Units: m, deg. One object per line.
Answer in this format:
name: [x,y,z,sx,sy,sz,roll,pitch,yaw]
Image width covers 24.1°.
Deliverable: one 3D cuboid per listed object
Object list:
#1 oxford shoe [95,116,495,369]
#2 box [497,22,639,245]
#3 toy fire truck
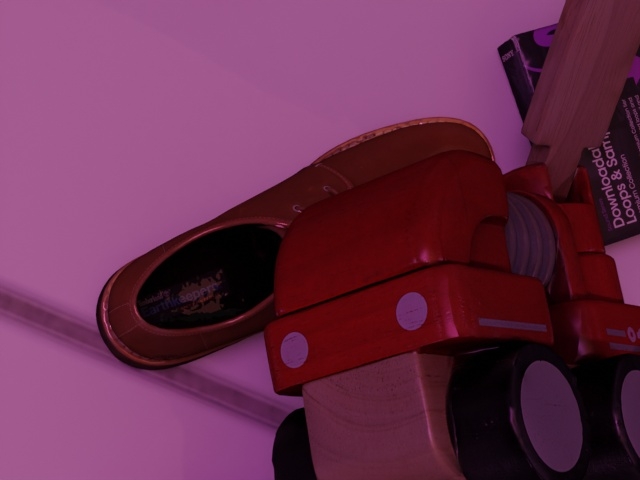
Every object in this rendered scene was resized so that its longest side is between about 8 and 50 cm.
oxford shoe: [0.000,0.000,0.699,0.212,0.076,0.076,-29,89,-17]
box: [0.183,-0.070,0.775,0.162,0.029,0.116,-17,87,-16]
toy fire truck: [0.085,-0.008,0.651,0.217,0.158,0.246,10,65,-50]
